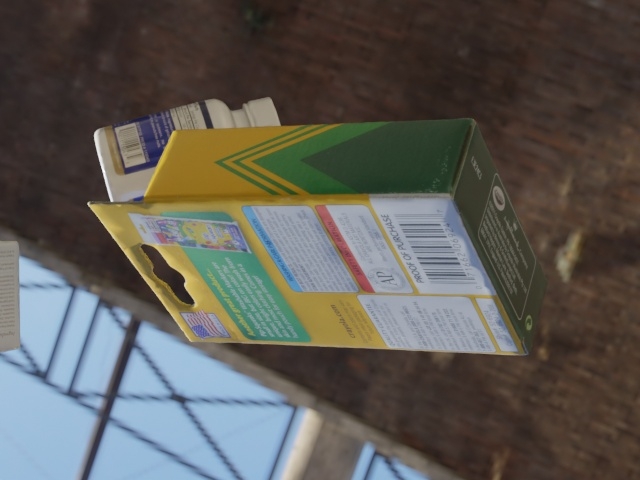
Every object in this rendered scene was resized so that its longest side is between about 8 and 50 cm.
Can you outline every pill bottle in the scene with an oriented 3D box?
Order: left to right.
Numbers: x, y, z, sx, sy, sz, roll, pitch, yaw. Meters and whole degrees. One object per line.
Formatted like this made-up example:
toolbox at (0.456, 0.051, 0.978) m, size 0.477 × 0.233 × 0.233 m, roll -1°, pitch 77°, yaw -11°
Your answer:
pill bottle at (-0.131, -0.085, 1.578) m, size 0.186 × 0.112 × 0.112 m, roll -15°, pitch -163°, yaw -5°

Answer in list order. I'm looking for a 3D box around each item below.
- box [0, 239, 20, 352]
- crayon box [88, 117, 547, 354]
box at (-0.297, 0.042, 1.159) m, size 0.101 × 0.087 × 0.102 m, roll 4°, pitch -175°, yaw 42°
crayon box at (0.000, 0.000, 1.241) m, size 0.323 × 0.083 × 0.203 m, roll 0°, pitch 142°, yaw 28°
